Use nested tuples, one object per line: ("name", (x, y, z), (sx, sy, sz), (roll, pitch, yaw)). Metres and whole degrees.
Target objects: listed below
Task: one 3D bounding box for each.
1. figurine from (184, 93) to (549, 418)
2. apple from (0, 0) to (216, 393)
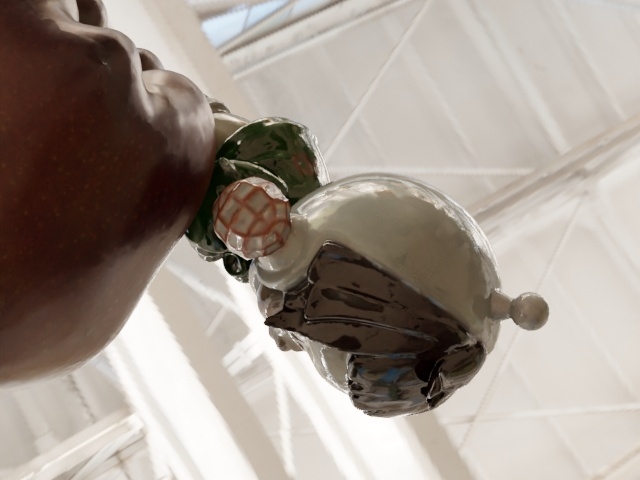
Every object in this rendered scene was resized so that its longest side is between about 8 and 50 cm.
("figurine", (0.000, 0.000, 0.930), (0.370, 0.281, 0.167), (38, -93, 34))
("apple", (-0.241, -0.039, 0.877), (0.288, 0.288, 0.317), (42, -80, -2))
